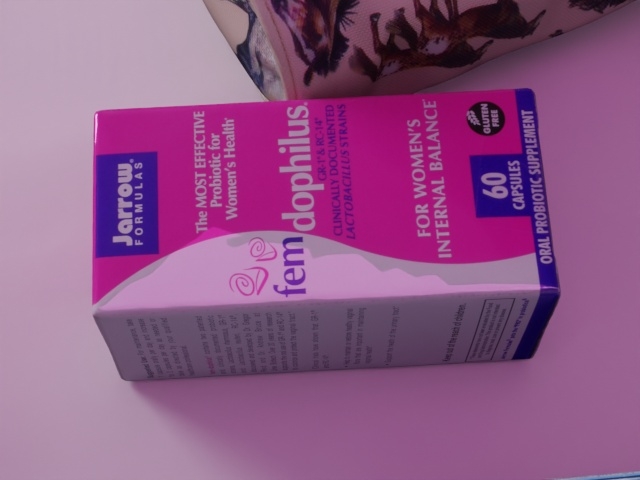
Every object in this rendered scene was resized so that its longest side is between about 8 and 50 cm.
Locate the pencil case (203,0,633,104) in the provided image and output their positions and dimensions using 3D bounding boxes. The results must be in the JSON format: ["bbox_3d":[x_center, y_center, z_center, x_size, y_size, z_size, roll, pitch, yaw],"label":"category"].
[{"bbox_3d":[0.117,-0.193,0.739,0.410,0.183,0.159,-21,67,-8],"label":"pencil case"}]

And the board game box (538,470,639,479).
[{"bbox_3d":[0.139,0.262,0.536,0.254,0.079,0.336,-12,62,34],"label":"board game box"}]

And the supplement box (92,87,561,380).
[{"bbox_3d":[0.000,0.000,0.696,0.220,0.114,0.111,-4,68,0],"label":"supplement box"}]
